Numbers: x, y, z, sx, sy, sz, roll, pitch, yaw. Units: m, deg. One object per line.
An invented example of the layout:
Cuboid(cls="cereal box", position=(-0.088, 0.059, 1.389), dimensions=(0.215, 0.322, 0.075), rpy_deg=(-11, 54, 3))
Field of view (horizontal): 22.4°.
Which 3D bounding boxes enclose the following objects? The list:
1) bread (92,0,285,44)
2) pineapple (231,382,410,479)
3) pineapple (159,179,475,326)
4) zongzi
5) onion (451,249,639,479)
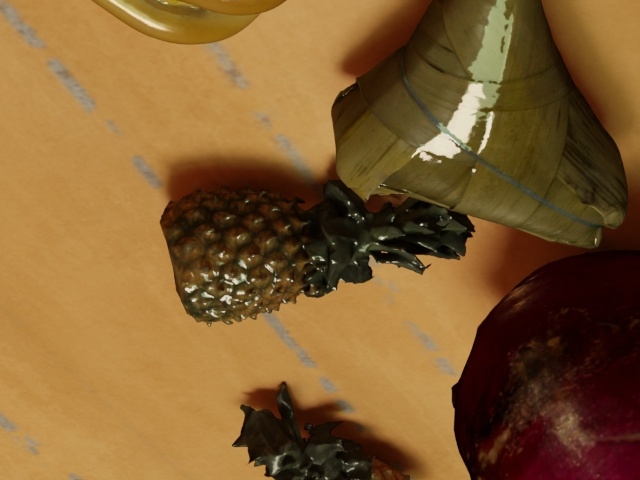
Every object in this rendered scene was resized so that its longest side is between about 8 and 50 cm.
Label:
Cuboid(cls="bread", position=(-0.045, -0.222, 0.956), dimensions=(0.173, 0.121, 0.311), rpy_deg=(20, 143, -25))
Cuboid(cls="pineapple", position=(0.007, 0.247, 1.650), dimensions=(0.128, 0.128, 0.248), rpy_deg=(-16, 138, 26))
Cuboid(cls="pineapple", position=(0.000, 0.000, 1.309), dimensions=(0.251, 0.125, 0.125), rpy_deg=(-10, 145, 1))
Cuboid(cls="zongzi", position=(0.159, -0.110, 1.136), dimensions=(0.228, 0.115, 0.256), rpy_deg=(15, 134, -24))
Cuboid(cls="onion", position=(0.292, 0.117, 1.295), dimensions=(0.348, 0.347, 0.385), rpy_deg=(23, 113, -28))
